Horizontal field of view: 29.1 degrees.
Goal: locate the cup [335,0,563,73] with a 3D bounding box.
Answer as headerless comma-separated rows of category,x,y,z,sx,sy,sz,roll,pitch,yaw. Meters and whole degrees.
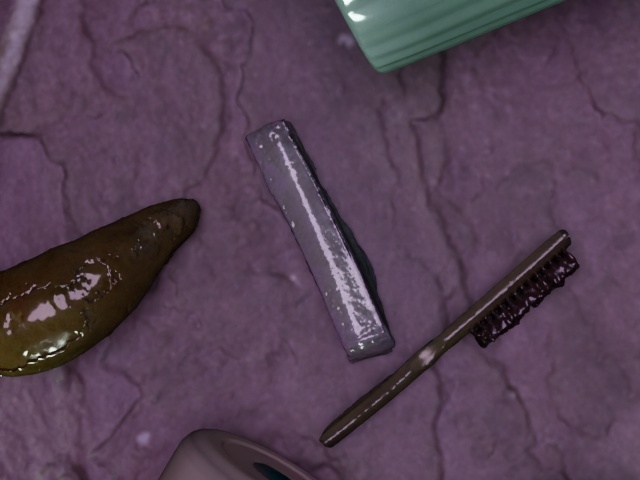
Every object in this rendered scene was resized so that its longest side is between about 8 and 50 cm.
cup,0.155,-0.337,0.886,0.392,0.401,0.310,-25,117,8

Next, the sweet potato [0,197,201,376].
sweet potato,-0.241,0.046,0.963,0.310,0.098,0.124,-10,78,2

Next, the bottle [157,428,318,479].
bottle,-0.090,0.272,0.905,0.147,0.147,0.236,30,92,7

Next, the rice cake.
rice cake,0.000,0.000,0.972,0.047,0.036,0.207,-28,84,15

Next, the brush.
brush,0.101,0.083,0.950,0.248,0.043,0.036,-40,77,1
